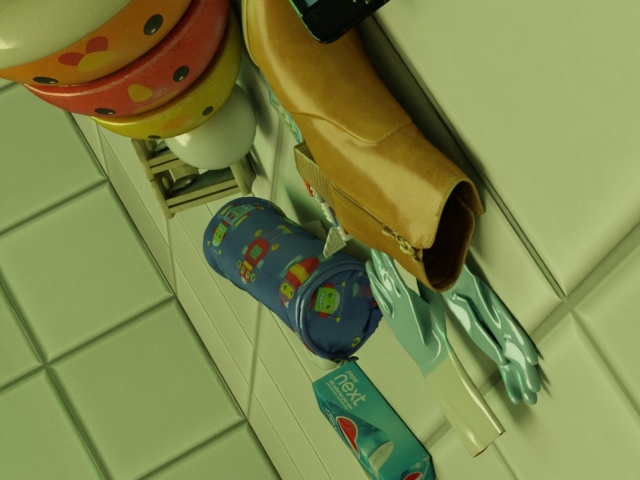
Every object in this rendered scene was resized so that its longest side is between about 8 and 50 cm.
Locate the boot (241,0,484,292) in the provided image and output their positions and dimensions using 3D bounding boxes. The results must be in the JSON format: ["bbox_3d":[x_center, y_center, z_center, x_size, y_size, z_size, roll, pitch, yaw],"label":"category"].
[{"bbox_3d":[0.045,-0.104,1.014,0.211,0.104,0.295,39,153,39],"label":"boot"}]

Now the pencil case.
[{"bbox_3d":[-0.032,0.040,1.492,0.133,0.119,0.306,23,-174,-33],"label":"pencil case"}]

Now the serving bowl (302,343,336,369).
[{"bbox_3d":[-0.008,0.165,1.877,0.083,0.027,0.083,56,165,24],"label":"serving bowl"}]

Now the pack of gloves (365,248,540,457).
[{"bbox_3d":[0.132,0.070,1.161,0.232,0.046,0.195,58,152,16],"label":"pack of gloves"}]

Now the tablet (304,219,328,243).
[{"bbox_3d":[0.000,0.000,1.555,0.054,0.006,0.083,63,166,-4],"label":"tablet"}]

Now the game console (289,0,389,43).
[{"bbox_3d":[0.002,-0.240,0.896,0.144,0.124,0.085,59,-167,15],"label":"game console"}]

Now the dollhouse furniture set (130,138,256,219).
[{"bbox_3d":[-0.168,-0.140,1.733,0.183,0.129,0.128,-76,-33,-63],"label":"dollhouse furniture set"}]

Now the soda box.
[{"bbox_3d":[0.071,0.263,1.680,0.210,0.071,0.067,48,162,45],"label":"soda box"}]

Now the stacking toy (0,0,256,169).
[{"bbox_3d":[-0.194,-0.231,1.370,0.350,0.351,0.480,51,-177,38],"label":"stacking toy"}]

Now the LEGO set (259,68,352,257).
[{"bbox_3d":[-0.016,-0.095,1.316,0.244,0.060,0.182,56,170,20],"label":"LEGO set"}]
